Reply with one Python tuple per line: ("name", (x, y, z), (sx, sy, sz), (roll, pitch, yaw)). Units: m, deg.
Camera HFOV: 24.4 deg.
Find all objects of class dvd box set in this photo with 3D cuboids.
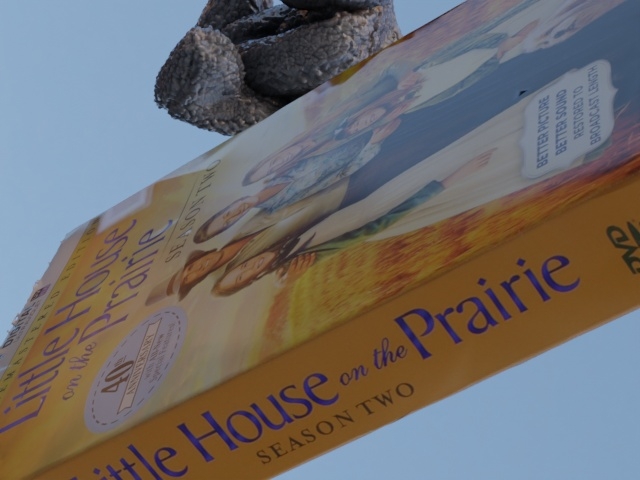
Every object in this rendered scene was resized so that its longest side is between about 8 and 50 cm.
("dvd box set", (0.000, 0.000, 0.763), (0.420, 0.307, 0.062), (-28, -67, 24))

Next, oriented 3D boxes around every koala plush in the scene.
("koala plush", (0.006, -0.195, 1.127), (0.203, 0.196, 0.221), (17, -62, 1))
